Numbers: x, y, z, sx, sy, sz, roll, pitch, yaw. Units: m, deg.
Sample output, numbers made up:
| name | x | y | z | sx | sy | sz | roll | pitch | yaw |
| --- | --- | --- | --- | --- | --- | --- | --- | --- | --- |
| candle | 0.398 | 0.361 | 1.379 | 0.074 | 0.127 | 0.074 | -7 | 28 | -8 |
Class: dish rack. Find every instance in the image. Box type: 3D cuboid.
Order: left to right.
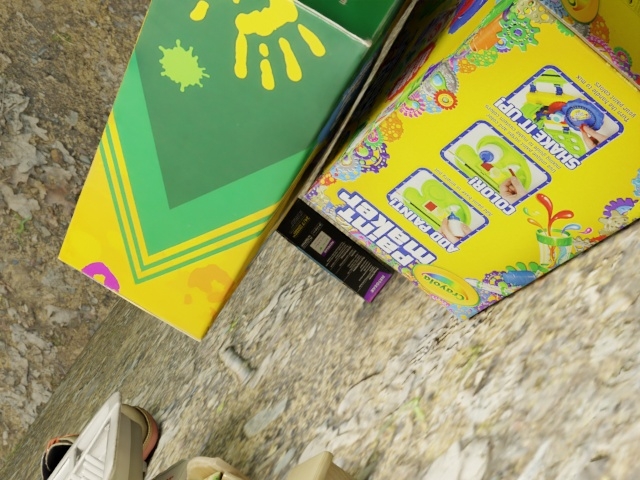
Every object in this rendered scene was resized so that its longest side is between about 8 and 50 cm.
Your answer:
| name | x | y | z | sx | sy | sz | roll | pitch | yaw |
| --- | --- | --- | --- | --- | --- | --- | --- | --- | --- |
| dish rack | -0.248 | 0.303 | 0.999 | 0.285 | 0.072 | 0.333 | -54 | 10 | -1 |

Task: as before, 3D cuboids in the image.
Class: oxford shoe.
| name | x | y | z | sx | sy | sz | roll | pitch | yaw |
| --- | --- | --- | --- | --- | --- | --- | --- | --- | --- |
| oxford shoe | -0.319 | 0.302 | 1.515 | 0.123 | 0.130 | 0.348 | -50 | 12 | 8 |

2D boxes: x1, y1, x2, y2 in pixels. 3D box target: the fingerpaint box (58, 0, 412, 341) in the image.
| name | x | y | z | sx | sy | sz | roll | pitch | yaw |
| --- | --- | --- | --- | --- | --- | --- | --- | --- | --- |
| fingerpaint box | -0.027 | -0.186 | 0.991 | 0.371 | 0.163 | 0.445 | -57 | 3 | 43 |

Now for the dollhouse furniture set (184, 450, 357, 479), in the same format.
| name | x | y | z | sx | sy | sz | roll | pitch | yaw |
| --- | --- | --- | --- | --- | --- | --- | --- | --- | --- |
| dollhouse furniture set | -0.073 | 0.251 | 0.812 | 0.161 | 0.101 | 0.182 | -39 | 17 | 46 |

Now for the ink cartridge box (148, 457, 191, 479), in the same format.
| name | x | y | z | sx | sy | sz | roll | pitch | yaw |
| --- | --- | --- | --- | --- | --- | --- | --- | --- | --- |
| ink cartridge box | -0.164 | 0.318 | 1.004 | 0.139 | 0.082 | 0.190 | -40 | 16 | 48 |

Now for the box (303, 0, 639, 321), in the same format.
| name | x | y | z | sx | sy | sz | roll | pitch | yaw |
| --- | --- | --- | --- | --- | --- | --- | --- | --- | --- |
| box | 0.174 | -0.136 | 0.844 | 0.279 | 0.177 | 0.290 | -40 | 17 | 48 |

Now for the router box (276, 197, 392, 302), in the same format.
| name | x | y | z | sx | sy | sz | roll | pitch | yaw |
| --- | --- | --- | --- | --- | --- | --- | --- | --- | --- |
| router box | 0.000 | 0.000 | 1.198 | 0.046 | 0.133 | 0.179 | -51 | 11 | 0 |
